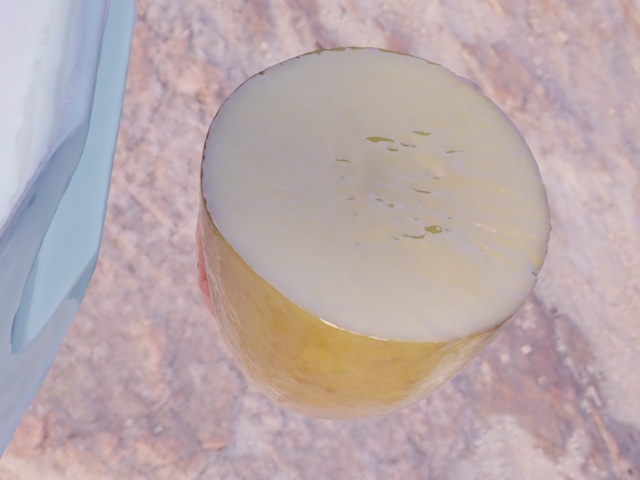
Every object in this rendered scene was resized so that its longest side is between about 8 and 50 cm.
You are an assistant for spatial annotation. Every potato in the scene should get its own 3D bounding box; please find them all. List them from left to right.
[{"bbox_3d":[0.015,0.015,0.639,0.178,0.158,0.204,-5,52,-19],"label":"potato"}]

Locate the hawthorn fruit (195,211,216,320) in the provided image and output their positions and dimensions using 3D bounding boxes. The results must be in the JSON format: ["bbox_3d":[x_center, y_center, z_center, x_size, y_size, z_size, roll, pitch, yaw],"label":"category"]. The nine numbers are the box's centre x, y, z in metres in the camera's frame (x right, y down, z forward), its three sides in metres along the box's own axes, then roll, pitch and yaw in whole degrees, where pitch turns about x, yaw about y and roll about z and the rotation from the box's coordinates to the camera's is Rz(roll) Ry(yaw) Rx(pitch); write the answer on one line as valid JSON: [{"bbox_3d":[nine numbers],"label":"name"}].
[{"bbox_3d":[0.000,0.000,1.114,0.300,0.254,0.254,77,-13,-80],"label":"hawthorn fruit"}]

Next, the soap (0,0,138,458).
[{"bbox_3d":[-0.162,-0.065,0.399,0.192,0.109,0.324,6,76,-1],"label":"soap"}]
